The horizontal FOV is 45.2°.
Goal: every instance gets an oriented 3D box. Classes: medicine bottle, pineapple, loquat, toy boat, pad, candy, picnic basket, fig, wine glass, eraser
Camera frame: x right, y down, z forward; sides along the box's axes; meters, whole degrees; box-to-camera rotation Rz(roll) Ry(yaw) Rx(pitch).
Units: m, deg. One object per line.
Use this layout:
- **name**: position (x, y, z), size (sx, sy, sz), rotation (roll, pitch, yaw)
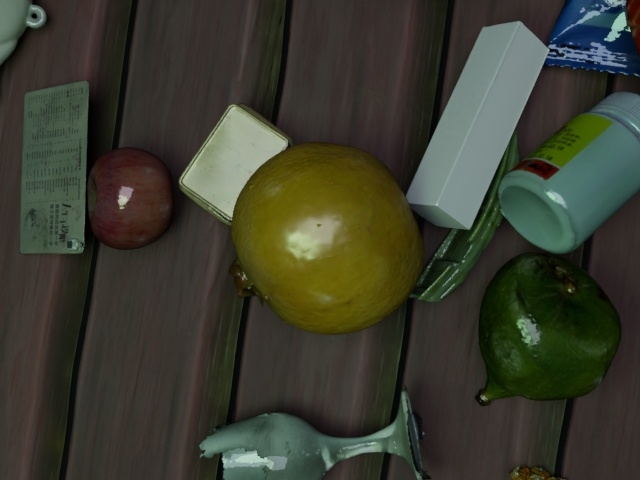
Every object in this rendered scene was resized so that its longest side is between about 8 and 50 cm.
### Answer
- **medicine bottle**: position (0.368, -0.096, 1.068), size (0.225, 0.139, 0.139), rotation (-38, 84, -17)
- **pineapple**: position (0.314, 0.381, 1.095), size (0.114, 0.114, 0.077), rotation (30, 108, 10)
- **loquat**: position (0.000, 0.000, 1.056), size (0.275, 0.275, 0.274), rotation (0, 87, 5)
- **toy boat**: position (0.225, -0.032, 1.127), size (0.055, 0.093, 0.293), rotation (29, 87, -11)
- **pad**: position (-0.418, -0.110, 1.193), size (0.160, 0.009, 0.265), rotation (-2, 86, 34)
- **candy**: position (0.461, -0.403, 1.136), size (0.187, 0.077, 0.331), rotation (13, 86, 12)
- **picnic basket**: position (-0.125, -0.113, 1.168), size (0.115, 0.079, 0.164), rotation (37, 91, 5)
- **fig**: position (0.295, 0.147, 1.093), size (0.203, 0.235, 0.203), rotation (13, 50, -16)
- **wine glass**: position (-0.008, 0.305, 1.108), size (0.321, 0.143, 0.143), rotation (-13, 86, 5)
- **eraser**: position (0.225, -0.166, 1.104), size (0.076, 0.078, 0.298), rotation (31, 78, -32)

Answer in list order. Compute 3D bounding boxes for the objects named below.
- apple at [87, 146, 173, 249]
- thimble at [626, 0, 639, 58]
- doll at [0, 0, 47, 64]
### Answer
- **apple**: position (-0.281, -0.063, 1.148), size (0.120, 0.153, 0.153), rotation (1, 86, -25)
- **thimble**: position (0.610, -0.326, 1.005), size (0.350, 0.230, 0.350), rotation (-1, 92, -15)
- **doll**: position (-0.548, -0.409, 1.185), size (0.243, 0.159, 0.311), rotation (34, 87, 7)
